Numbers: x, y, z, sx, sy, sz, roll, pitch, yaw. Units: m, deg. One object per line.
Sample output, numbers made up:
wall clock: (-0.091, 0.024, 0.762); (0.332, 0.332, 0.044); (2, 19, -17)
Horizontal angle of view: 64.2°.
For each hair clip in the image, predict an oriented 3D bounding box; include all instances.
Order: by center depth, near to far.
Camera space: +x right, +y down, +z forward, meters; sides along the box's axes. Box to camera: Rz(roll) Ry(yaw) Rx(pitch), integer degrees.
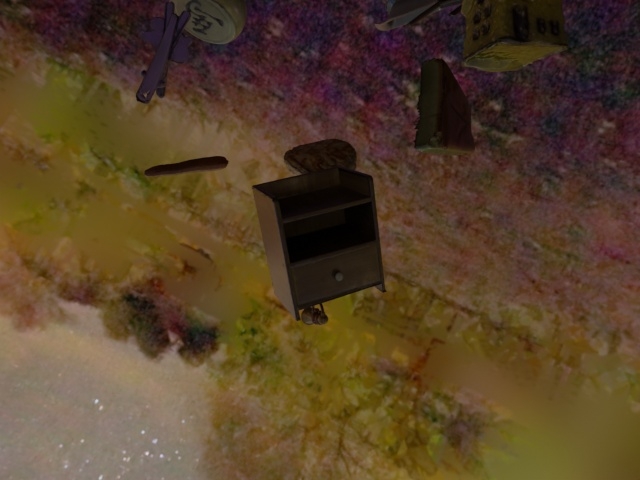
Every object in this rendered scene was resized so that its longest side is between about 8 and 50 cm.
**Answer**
hair clip: (-0.443, -0.516, 1.415); (0.137, 0.278, 0.090); (28, -163, -4)

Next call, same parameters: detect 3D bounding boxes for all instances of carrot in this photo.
carrot: (-0.379, -0.210, 1.458); (0.248, 0.043, 0.043); (-14, -167, -32)

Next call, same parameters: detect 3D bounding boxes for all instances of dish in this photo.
dish: (0.288, -0.766, 1.686); (0.234, 0.064, 0.154); (-18, -171, 13)

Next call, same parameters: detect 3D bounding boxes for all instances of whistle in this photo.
whistle: (-0.006, 0.177, 1.241); (0.046, 0.057, 0.109); (23, 163, -18)

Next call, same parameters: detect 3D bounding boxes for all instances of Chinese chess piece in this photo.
Chinese chess piece: (-0.362, -0.750, 1.643); (0.250, 0.101, 0.250); (17, 163, 6)

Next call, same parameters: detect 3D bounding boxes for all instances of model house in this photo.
model house: (0.431, -0.524, 1.161); (0.194, 0.234, 0.175); (-2, 176, -17)

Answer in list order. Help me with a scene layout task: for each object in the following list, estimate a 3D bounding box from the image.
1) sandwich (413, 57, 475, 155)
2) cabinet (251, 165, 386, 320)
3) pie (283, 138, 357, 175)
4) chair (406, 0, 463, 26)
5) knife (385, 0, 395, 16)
sandwich: (0.285, -0.245, 1.117); (0.063, 0.244, 0.212); (-11, 146, 36)
cabinet: (0.000, 0.000, 0.893); (0.175, 0.215, 0.148); (-15, -160, -17)
pie: (0.003, -0.211, 1.390); (0.205, 0.179, 0.084); (36, 146, 46)
chair: (0.347, -0.699, 1.331); (0.188, 0.272, 0.166); (19, 143, 55)
knife: (0.282, -0.869, 1.739); (0.044, 0.026, 0.296); (60, 160, 5)
